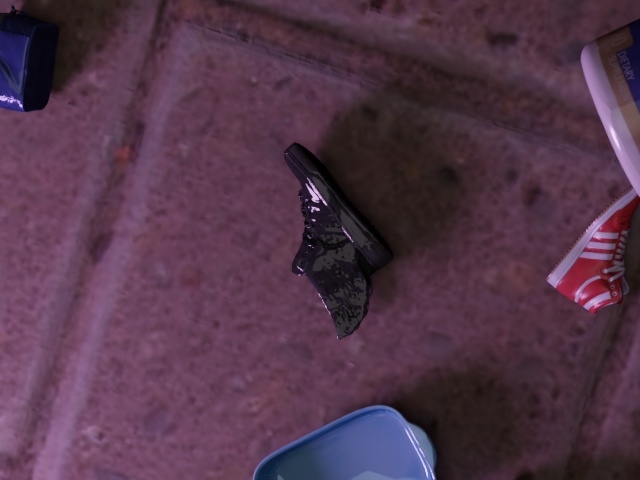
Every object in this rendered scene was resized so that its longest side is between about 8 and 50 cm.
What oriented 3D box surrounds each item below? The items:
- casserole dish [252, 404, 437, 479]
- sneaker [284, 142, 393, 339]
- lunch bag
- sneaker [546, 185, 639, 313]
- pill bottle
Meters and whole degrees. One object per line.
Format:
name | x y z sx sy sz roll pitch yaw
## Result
casserole dish | 0.026 0.225 1.602 0.188 0.037 0.114 -29 88 15
sneaker | 0.000 0.000 1.577 0.089 0.051 0.170 -40 88 11
lunch bag | -0.295 -0.174 1.628 0.065 0.067 0.098 12 98 13
sneaker | 0.261 0.012 1.513 0.067 0.042 0.118 42 112 11
pill bottle | 0.363 -0.146 1.413 0.264 0.153 0.153 -24 89 15
